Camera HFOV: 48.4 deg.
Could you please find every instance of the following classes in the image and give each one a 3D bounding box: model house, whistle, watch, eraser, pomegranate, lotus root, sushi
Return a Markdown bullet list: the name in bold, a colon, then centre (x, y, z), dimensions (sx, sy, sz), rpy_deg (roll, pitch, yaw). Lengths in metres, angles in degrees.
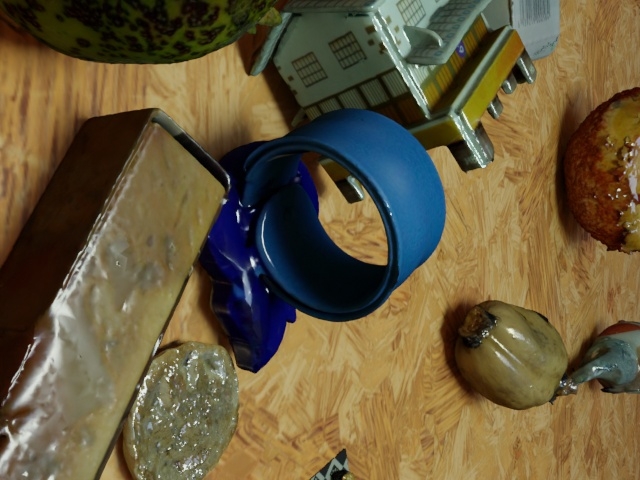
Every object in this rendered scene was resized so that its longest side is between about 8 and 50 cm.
- **model house**: centre (0.076, -0.188, 0.723), dimensions (0.215, 0.198, 0.224), rpy_deg (56, 48, -22)
- **whistle**: centre (0.674, 0.268, 1.624), dimensions (0.347, 0.189, 0.189), rpy_deg (4, 88, -41)
- **watch**: centre (0.001, -0.009, 0.627), dimensions (0.171, 0.200, 0.196), rpy_deg (-50, 126, -45)
- **eraser**: centre (0.312, -0.368, 1.148), dimensions (0.227, 0.081, 0.174), rpy_deg (-28, 118, -51)
- **pomegranate**: centre (-0.108, -0.228, 0.485), dimensions (0.276, 0.222, 0.204), rpy_deg (-85, 156, -71)
- **lotus root**: centre (0.291, 0.171, 1.092), dimensions (0.257, 0.140, 0.154), rpy_deg (39, 73, -37)
- **sushi**: centre (0.012, 0.318, 0.800), dimensions (0.126, 0.026, 0.120), rpy_deg (-26, 113, -51)

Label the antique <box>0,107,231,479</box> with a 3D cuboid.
- **antique**: centre (-0.169, 0.061, 0.485), dimensions (0.093, 0.087, 0.310), rpy_deg (45, 57, -43)

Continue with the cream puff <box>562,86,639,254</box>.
- **cream puff**: centre (0.633, -0.138, 1.478), dimensions (0.350, 0.228, 0.351), rpy_deg (-3, 96, -30)

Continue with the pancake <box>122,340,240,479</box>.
- **pancake**: centre (-0.116, 0.152, 0.616), dimensions (0.139, 0.022, 0.140), rpy_deg (-3, 93, -55)
